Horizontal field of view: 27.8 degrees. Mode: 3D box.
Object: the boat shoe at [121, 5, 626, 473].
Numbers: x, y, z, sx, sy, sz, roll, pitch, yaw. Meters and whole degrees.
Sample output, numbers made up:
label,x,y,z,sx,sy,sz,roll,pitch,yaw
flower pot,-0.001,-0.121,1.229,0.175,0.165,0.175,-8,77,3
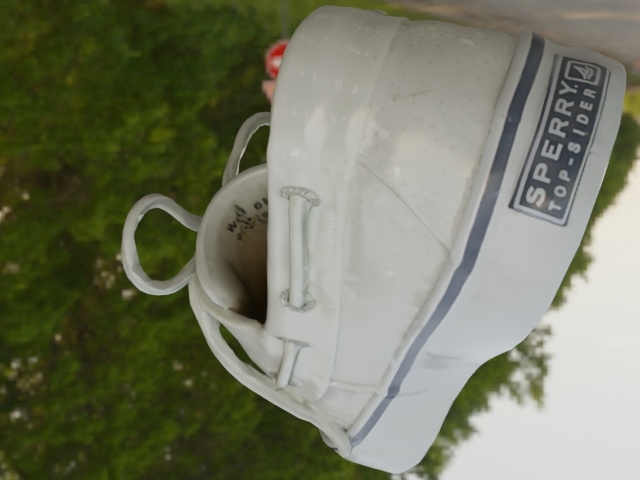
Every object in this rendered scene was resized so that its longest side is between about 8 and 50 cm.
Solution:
label,x,y,z,sx,sy,sz,roll,pitch,yaw
boat shoe,-0.003,0.007,0.552,0.156,0.136,0.367,19,164,1
